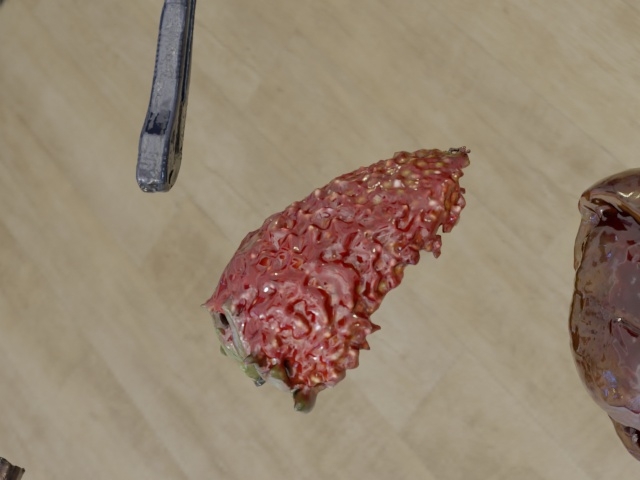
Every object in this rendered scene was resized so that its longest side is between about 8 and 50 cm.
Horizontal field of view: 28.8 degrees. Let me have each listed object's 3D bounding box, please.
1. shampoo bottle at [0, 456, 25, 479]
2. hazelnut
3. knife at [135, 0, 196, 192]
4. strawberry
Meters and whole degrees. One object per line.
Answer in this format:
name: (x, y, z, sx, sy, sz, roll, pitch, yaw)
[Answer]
shampoo bottle: (-0.505, 0.432, 1.637, 0.129, 0.084, 0.323, 12, 70, 29)
hazelnut: (0.234, 0.045, 0.816, 0.170, 0.160, 0.201, -12, 118, 54)
knife: (-0.077, -0.084, 0.634, 0.018, 0.031, 0.121, 8, 96, 15)
strawberry: (0.000, 0.000, 1.213, 0.306, 0.138, 0.233, -56, 24, -5)
